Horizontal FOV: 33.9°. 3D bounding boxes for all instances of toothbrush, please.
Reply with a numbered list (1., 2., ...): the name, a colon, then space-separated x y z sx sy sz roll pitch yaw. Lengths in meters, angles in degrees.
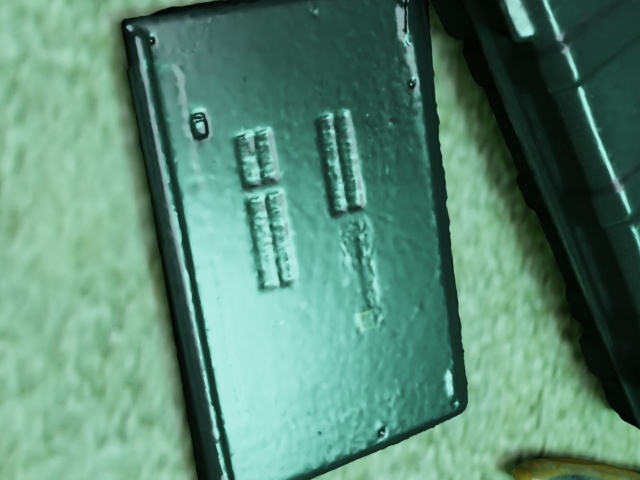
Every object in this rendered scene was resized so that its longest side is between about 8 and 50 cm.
1. toothbrush: 0.226 0.135 0.566 0.321 0.023 0.031 14 90 -30

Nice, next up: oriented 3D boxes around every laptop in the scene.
1. laptop: 0.000 0.000 0.419 0.135 0.016 0.197 -16 107 -27

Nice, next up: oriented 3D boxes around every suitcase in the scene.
1. suitcase: 0.174 -0.068 0.473 0.206 0.066 0.286 -36 115 -19
